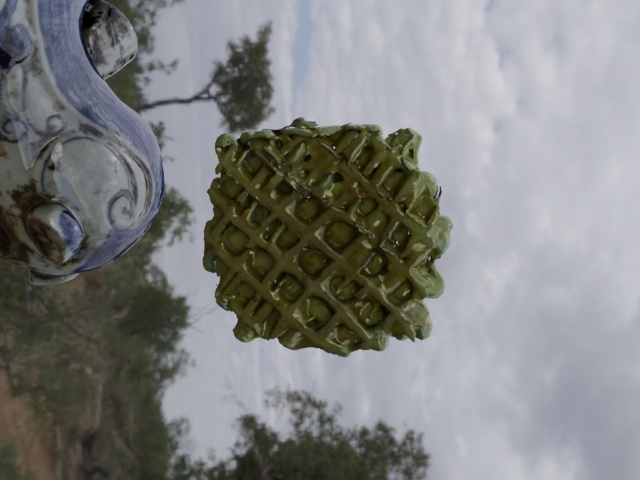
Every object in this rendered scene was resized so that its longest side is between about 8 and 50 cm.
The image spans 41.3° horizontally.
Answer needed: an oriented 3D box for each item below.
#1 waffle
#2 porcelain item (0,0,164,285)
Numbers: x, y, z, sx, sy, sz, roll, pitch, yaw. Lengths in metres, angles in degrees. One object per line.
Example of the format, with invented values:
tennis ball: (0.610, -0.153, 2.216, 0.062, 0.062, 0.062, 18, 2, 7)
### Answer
waffle: (0.000, 0.000, 1.026, 0.073, 0.317, 0.297, -29, 117, -70)
porcelain item: (-0.188, -0.115, 0.565, 0.186, 0.138, 0.288, -52, 140, -38)
